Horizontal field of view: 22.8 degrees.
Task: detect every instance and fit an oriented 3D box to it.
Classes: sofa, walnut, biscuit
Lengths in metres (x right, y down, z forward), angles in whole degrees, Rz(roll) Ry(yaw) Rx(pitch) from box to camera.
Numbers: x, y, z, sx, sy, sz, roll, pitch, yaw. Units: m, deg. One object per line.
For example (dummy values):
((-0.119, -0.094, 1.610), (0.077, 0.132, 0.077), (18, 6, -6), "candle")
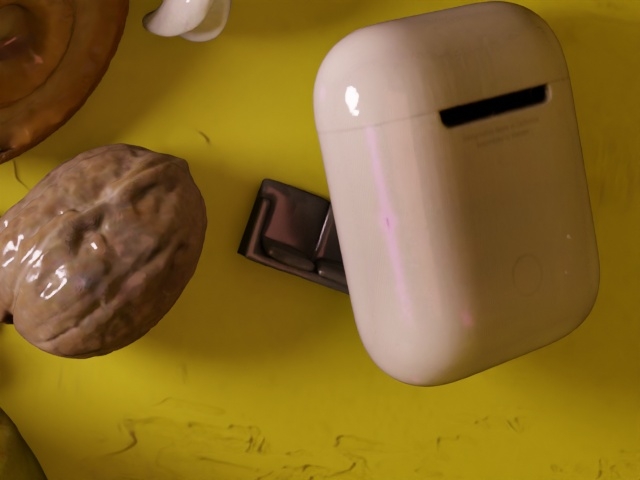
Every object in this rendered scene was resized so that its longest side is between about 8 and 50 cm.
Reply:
((0.000, 0.000, 1.572), (0.147, 0.060, 0.085), (21, 88, -16), "sofa")
((-0.201, 0.006, 1.467), (0.230, 0.178, 0.178), (-47, 104, -17), "walnut")
((-0.292, -0.193, 1.385), (0.296, 0.102, 0.296), (-28, 137, -30), "biscuit")

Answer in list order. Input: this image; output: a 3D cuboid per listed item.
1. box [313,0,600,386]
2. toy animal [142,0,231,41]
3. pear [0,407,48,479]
((0.138, -0.048, 1.535), (0.288, 0.141, 0.349), (-17, 99, -35), "box")
((-0.061, -0.340, 1.448), (0.183, 0.247, 0.310), (39, 68, 2), "toy animal")
((-0.363, 0.276, 1.403), (0.269, 0.269, 0.321), (5, 111, -16), "pear")
